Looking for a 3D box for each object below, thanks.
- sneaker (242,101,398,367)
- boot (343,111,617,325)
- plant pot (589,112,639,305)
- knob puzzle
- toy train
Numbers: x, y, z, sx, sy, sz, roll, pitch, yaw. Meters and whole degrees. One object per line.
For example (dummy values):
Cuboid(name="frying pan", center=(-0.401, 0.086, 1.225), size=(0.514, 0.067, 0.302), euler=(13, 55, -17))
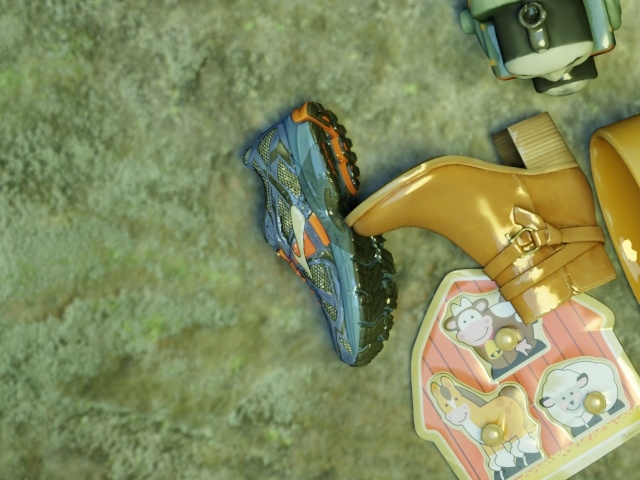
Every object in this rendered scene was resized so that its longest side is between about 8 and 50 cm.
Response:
Cuboid(name="sneaker", center=(0.000, 0.000, 1.569), size=(0.087, 0.083, 0.221), euler=(-19, 82, 27))
Cuboid(name="boot", center=(0.131, 0.000, 1.510), size=(0.197, 0.073, 0.152), euler=(-23, 88, -5))
Cuboid(name="plant pot", center=(0.330, -0.023, 1.430), size=(0.188, 0.205, 0.205), euler=(-22, 87, -2))
Cuboid(name="knob puzzle", center=(0.157, 0.109, 1.551), size=(0.213, 0.030, 0.213), euler=(1, 93, 14))
Cuboid(name="toy train", center=(0.144, -0.274, 1.454), size=(0.142, 0.190, 0.334), euler=(-13, 89, 15))
